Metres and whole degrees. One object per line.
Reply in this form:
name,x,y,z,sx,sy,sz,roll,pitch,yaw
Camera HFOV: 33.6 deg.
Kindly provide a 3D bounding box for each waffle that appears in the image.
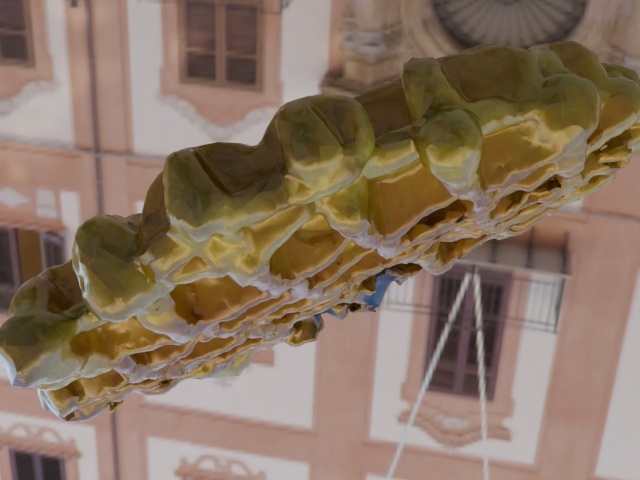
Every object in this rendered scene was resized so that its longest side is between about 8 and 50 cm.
waffle,0.000,-0.002,0.467,0.309,0.283,0.065,-14,-105,-33
